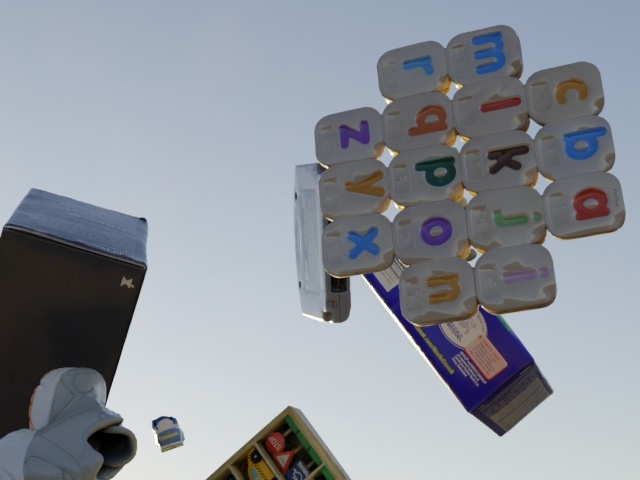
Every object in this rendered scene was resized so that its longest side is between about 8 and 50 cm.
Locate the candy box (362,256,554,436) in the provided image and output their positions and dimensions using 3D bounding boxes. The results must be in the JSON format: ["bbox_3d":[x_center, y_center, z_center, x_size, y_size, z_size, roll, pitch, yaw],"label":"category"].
[{"bbox_3d":[0.200,0.129,1.677,0.122,0.268,0.317,-38,-21,3],"label":"candy box"}]

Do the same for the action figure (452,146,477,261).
[{"bbox_3d":[0.144,-0.043,1.326,0.063,0.137,0.232,-26,-24,-3],"label":"action figure"}]

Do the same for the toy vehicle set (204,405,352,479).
[{"bbox_3d":[-0.020,0.360,1.459,0.166,0.267,0.035,-43,-28,8],"label":"toy vehicle set"}]

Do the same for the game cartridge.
[{"bbox_3d":[0.000,0.000,2.220,0.062,0.297,0.198,-3,3,-14],"label":"game cartridge"}]

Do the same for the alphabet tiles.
[{"bbox_3d":[0.131,-0.063,1.085,0.278,0.284,0.021,-11,-24,16],"label":"alphabet tiles"}]

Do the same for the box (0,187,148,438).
[{"bbox_3d":[-0.353,0.134,1.518,0.179,0.343,0.312,16,7,-12],"label":"box"}]

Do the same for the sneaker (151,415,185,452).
[{"bbox_3d":[-0.270,0.335,2.067,0.053,0.059,0.144,-20,1,-14],"label":"sneaker"}]

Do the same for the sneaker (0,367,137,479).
[{"bbox_3d":[-0.239,0.202,1.199,0.121,0.099,0.262,-7,17,5],"label":"sneaker"}]
